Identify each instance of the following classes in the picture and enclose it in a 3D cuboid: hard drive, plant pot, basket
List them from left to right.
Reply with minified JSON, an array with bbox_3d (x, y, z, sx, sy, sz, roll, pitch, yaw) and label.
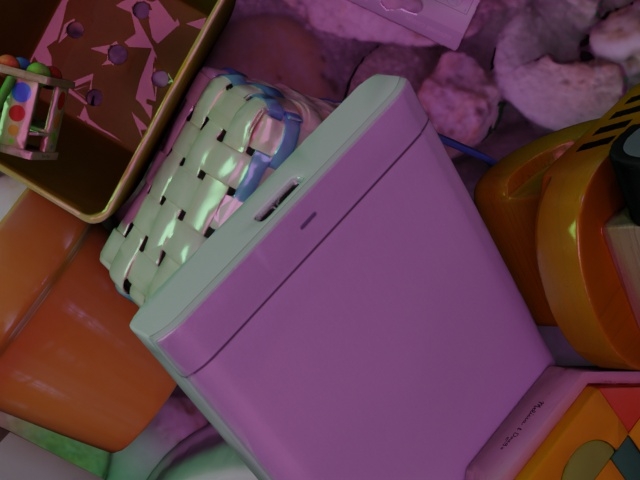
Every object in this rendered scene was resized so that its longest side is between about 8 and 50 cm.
[{"bbox_3d":[-0.213,0.074,0.885,0.188,0.205,0.205,38,97,-14],"label":"plant pot"},{"bbox_3d":[-0.188,-0.158,0.856,0.212,0.187,0.212,30,97,4],"label":"plant pot"},{"bbox_3d":[0.000,0.000,0.843,0.289,0.201,0.254,27,95,-33],"label":"basket"},{"bbox_3d":[0.052,0.096,0.742,0.233,0.047,0.353,-47,127,-20],"label":"hard drive"}]

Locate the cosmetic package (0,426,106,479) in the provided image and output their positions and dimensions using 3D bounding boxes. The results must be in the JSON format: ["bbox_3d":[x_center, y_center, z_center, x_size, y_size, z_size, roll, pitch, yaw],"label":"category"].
[{"bbox_3d":[-0.307,0.353,0.836,0.156,0.217,0.385,28,121,2],"label":"cosmetic package"}]

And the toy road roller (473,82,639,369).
[{"bbox_3d":[0.273,-0.040,0.808,0.329,0.241,0.202,-40,114,-34],"label":"toy road roller"}]

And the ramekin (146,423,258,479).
[{"bbox_3d":[-0.047,0.294,0.903,0.277,0.135,0.277,0,94,6],"label":"ramekin"}]

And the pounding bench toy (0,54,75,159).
[{"bbox_3d":[-0.210,-0.093,0.727,0.052,0.083,0.065,16,97,5],"label":"pounding bench toy"}]

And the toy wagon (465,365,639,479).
[{"bbox_3d":[0.248,0.256,0.838,0.267,0.068,0.344,-46,111,-21],"label":"toy wagon"}]

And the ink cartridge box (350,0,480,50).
[{"bbox_3d":[0.093,-0.273,0.902,0.145,0.045,0.179,26,115,3],"label":"ink cartridge box"}]
